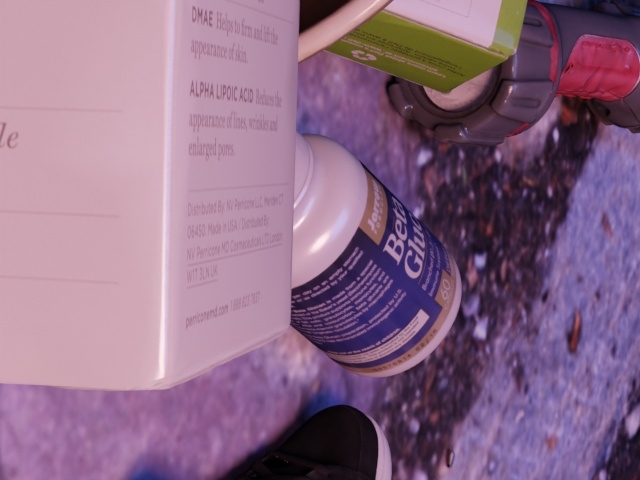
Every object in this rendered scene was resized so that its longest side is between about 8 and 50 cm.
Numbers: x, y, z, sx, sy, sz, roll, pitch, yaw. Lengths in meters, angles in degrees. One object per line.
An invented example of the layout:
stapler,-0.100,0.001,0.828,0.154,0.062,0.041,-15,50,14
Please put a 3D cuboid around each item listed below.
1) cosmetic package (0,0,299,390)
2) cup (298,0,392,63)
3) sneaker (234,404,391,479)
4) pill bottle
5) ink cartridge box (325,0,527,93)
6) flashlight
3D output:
cosmetic package,-0.119,-0.156,0.514,0.156,0.217,0.385,-20,110,-77
cup,-0.060,-0.219,0.698,0.237,0.331,0.331,-22,111,-79
sneaker,-0.041,0.147,0.886,0.217,0.079,0.121,-56,133,-32
pill bottle,0.000,0.000,0.920,0.169,0.094,0.094,42,60,-44
ink cartridge box,-0.004,-0.215,0.920,0.255,0.097,0.189,17,76,-16
flashlight,0.167,-0.112,1.129,0.304,0.103,0.103,0,118,-53
